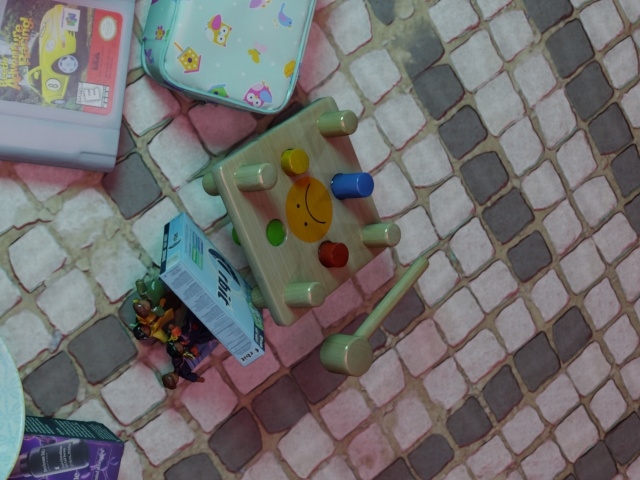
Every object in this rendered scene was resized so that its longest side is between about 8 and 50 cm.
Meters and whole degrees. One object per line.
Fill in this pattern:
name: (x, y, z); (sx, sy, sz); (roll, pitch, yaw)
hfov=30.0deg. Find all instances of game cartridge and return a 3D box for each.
game cartridge: (-0.353, -0.245, 1.587); (0.196, 0.060, 0.294); (5, 94, -24)

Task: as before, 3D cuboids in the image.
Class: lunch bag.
lunch bag: (-0.117, -0.315, 1.666); (0.224, 0.108, 0.279); (14, 91, -31)

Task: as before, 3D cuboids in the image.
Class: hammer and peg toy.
hammer and peg toy: (0.000, 0.000, 1.729); (0.266, 0.127, 0.361); (-38, 114, -39)

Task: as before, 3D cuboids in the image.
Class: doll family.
doll family: (-0.209, 0.128, 1.694); (0.193, 0.076, 0.111); (51, 54, -18)

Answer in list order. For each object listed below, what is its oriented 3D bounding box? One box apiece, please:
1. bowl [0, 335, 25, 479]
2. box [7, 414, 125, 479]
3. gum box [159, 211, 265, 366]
bowl: (-0.516, 0.206, 1.428); (0.289, 0.156, 0.289); (35, 43, -41)
box: (-0.388, 0.321, 1.612); (0.207, 0.108, 0.153); (10, 93, -28)
gum box: (-0.149, 0.066, 1.674); (0.041, 0.157, 0.184); (-34, 114, 12)
